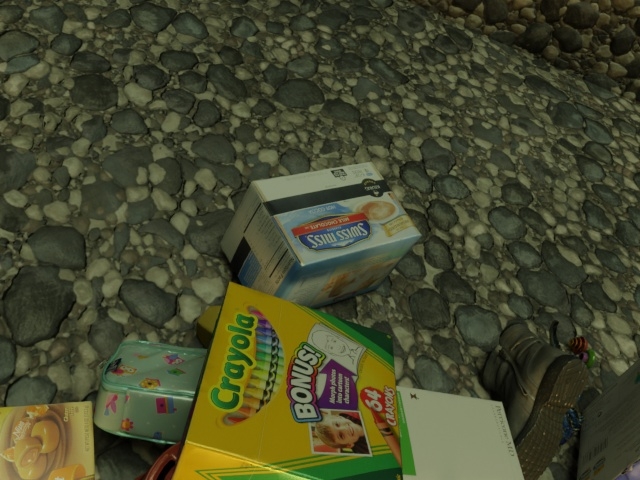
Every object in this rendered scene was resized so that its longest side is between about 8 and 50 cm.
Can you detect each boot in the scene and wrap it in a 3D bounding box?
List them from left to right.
[{"bbox_3d":[0.431,0.366,1.472,0.118,0.338,0.222,31,0,-28],"label":"boot"}]

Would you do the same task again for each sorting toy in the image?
[{"bbox_3d":[0.658,0.286,1.691,0.042,0.061,0.102,20,27,-9],"label":"sorting toy"}]

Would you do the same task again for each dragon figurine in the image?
[{"bbox_3d":[0.564,0.322,1.530,0.143,0.290,0.085,18,17,25],"label":"dragon figurine"}]

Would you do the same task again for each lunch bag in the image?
[{"bbox_3d":[-0.256,0.263,1.188,0.278,0.108,0.224,11,15,-6],"label":"lunch bag"}]

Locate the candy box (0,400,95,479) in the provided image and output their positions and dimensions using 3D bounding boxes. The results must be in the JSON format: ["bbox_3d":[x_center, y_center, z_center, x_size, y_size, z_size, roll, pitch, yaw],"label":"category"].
[{"bbox_3d":[-0.456,0.425,1.057,0.182,0.088,0.317,1,56,-24],"label":"candy box"}]

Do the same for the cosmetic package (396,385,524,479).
[{"bbox_3d":[0.196,0.409,1.292,0.365,0.155,0.197,12,48,-26],"label":"cosmetic package"}]

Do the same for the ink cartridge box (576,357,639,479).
[{"bbox_3d":[0.675,0.445,1.384,0.151,0.270,0.395,34,34,7],"label":"ink cartridge box"}]

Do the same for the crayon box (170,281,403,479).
[{"bbox_3d":[-0.038,0.251,1.051,0.312,0.106,0.363,20,30,-9],"label":"crayon box"}]

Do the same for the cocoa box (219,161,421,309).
[{"bbox_3d":[0.000,0.000,1.479,0.347,0.231,0.228,-13,60,-37],"label":"cocoa box"}]

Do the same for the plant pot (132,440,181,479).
[{"bbox_3d":[-0.199,0.448,1.040,0.272,0.265,0.273,12,52,-16],"label":"plant pot"}]

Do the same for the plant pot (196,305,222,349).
[{"bbox_3d":[-0.209,0.182,1.363,0.083,0.082,0.081,27,48,11],"label":"plant pot"}]
